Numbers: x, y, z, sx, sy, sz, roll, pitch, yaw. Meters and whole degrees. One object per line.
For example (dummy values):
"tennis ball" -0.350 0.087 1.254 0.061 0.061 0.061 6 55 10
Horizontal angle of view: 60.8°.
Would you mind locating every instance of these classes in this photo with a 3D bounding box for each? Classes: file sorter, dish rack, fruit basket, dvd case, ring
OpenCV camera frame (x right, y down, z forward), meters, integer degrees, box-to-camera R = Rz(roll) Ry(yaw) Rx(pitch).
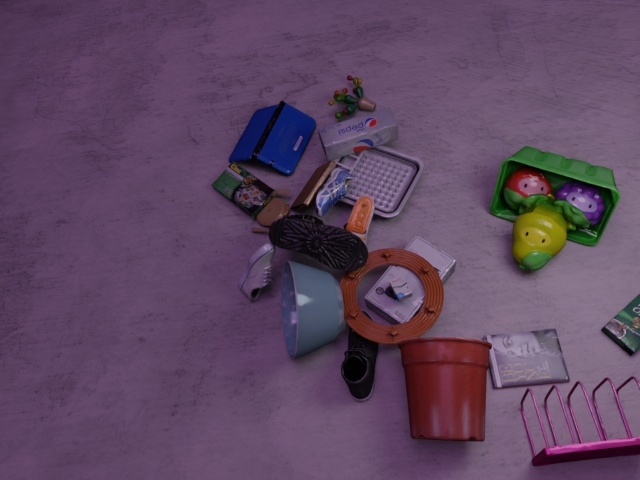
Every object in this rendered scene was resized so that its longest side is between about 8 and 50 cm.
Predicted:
"file sorter" 0.714 0.486 1.474 0.291 0.202 0.182 -9 59 6
"dish rack" 0.192 -0.225 2.041 0.333 0.072 0.285 23 67 21
"fruit basket" 0.736 -0.096 1.774 0.392 0.283 0.392 -1 45 1
"dvd case" 0.626 0.359 1.666 0.221 0.018 0.164 -7 61 7
"ring" 0.222 0.165 1.732 0.337 0.032 0.336 -5 57 7

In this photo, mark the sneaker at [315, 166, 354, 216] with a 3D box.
"sneaker" 0.047 -0.171 1.953 0.081 0.080 0.211 20 68 21

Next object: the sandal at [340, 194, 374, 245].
"sandal" 0.116 -0.038 1.911 0.102 0.076 0.265 14 86 21

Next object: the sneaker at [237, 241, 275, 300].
"sneaker" -0.198 0.108 1.855 0.091 0.258 0.094 47 46 15

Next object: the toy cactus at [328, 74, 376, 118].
"toy cactus" 0.141 -0.584 2.242 0.180 0.112 0.219 21 58 10

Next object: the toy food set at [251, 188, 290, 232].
"toy food set" -0.184 -0.106 2.072 0.132 0.038 0.192 6 67 23

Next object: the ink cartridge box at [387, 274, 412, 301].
"ink cartridge box" 0.247 0.144 1.705 0.048 0.028 0.083 -23 57 -5

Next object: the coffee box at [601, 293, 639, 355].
"coffee box" 0.960 0.247 1.651 0.184 0.040 0.113 -36 61 -10

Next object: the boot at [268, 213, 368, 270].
"boot" 0.000 -0.004 1.869 0.348 0.260 0.131 21 94 5

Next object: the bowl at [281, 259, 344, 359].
"bowl" -0.024 0.214 1.736 0.163 0.311 0.311 -3 59 -12

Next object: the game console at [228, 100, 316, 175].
"game console" -0.197 -0.408 2.242 0.250 0.173 0.293 28 67 -10

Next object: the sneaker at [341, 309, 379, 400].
"sneaker" 0.126 0.336 1.701 0.105 0.147 0.295 -2 60 12

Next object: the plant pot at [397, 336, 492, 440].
"plant pot" 0.356 0.430 1.553 0.272 0.272 0.265 -1 69 10

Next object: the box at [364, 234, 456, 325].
"box" 0.300 0.142 1.808 0.169 0.087 0.290 33 72 25

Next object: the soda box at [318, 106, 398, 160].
"soda box" 0.143 -0.399 2.053 0.286 0.091 0.098 -18 58 -1

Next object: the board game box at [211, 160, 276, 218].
"board game box" -0.300 -0.200 2.123 0.260 0.030 0.136 37 83 31

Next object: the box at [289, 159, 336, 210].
"box" -0.030 -0.202 2.025 0.021 0.164 0.201 37 75 -15
